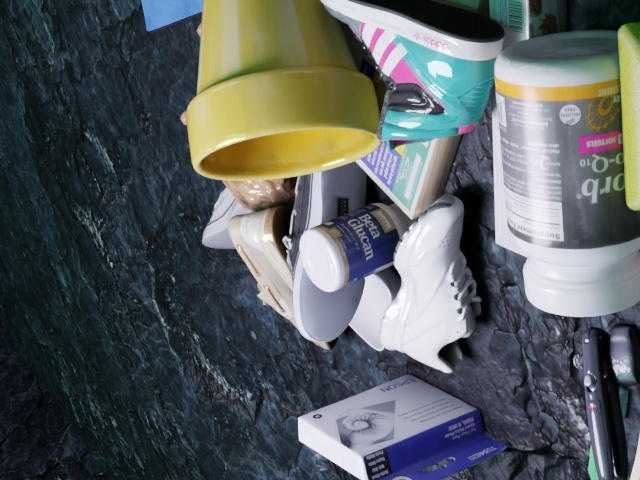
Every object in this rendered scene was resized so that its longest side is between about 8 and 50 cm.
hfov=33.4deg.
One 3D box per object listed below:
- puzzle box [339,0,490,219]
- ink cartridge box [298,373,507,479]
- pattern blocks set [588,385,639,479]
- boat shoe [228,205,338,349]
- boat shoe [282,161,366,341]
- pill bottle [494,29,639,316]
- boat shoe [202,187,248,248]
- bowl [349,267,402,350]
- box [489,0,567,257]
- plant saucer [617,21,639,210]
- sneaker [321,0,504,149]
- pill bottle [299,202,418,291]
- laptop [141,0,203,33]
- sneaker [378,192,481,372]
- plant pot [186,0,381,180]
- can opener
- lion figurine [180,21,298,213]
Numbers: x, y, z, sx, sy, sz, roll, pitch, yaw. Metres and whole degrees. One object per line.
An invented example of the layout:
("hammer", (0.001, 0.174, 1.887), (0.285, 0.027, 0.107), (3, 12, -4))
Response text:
("puzzle box", (0.099, -0.260, 1.400), (0.272, 0.052, 0.409), (49, 145, 29))
("ink cartridge box", (0.117, 0.278, 1.549), (0.224, 0.223, 0.045), (22, 121, 51))
("pattern blocks set", (0.437, 0.299, 1.241), (0.324, 0.026, 0.286), (22, 127, 52))
("boat shoe", (-0.052, 0.064, 1.716), (0.098, 0.109, 0.302), (-5, 136, 26))
("boat shoe", (-0.004, -0.001, 1.589), (0.105, 0.113, 0.307), (-11, 75, 58))
("pill bottle", (0.274, -0.071, 1.131), (0.162, 0.162, 0.279), (21, 127, 52))
("boat shoe", (-0.146, -0.058, 1.896), (0.267, 0.096, 0.088), (132, 141, -64))
("bowl", (0.080, 0.084, 1.652), (0.142, 0.053, 0.142), (44, 142, 36))
("box", (0.242, -0.140, 1.235), (0.067, 0.063, 0.324), (28, 131, 51))
("plant saucer", (0.369, -0.107, 0.975), (0.188, 0.045, 0.188), (1, 113, 24))
("sneaker", (0.097, -0.203, 1.277), (0.295, 0.123, 0.179), (38, 133, 46))
("pill bottle", (0.063, 0.002, 1.509), (0.094, 0.169, 0.094), (36, 138, 41))
("laptop", (-0.220, -0.526, 1.487), (0.408, 0.236, 0.382), (-20, -80, -83))
("sneaker", (0.169, 0.060, 1.471), (0.129, 0.111, 0.297), (31, 139, 25))
("plant pot", (-0.060, -0.224, 1.409), (0.254, 0.253, 0.239), (-27, 70, 60))
("can opener", (0.334, 0.191, 1.249), (0.073, 0.059, 0.186), (-16, 68, 60))
("lion figurine", (-0.090, -0.218, 1.650), (0.240, 0.142, 0.392), (43, 139, 31))
